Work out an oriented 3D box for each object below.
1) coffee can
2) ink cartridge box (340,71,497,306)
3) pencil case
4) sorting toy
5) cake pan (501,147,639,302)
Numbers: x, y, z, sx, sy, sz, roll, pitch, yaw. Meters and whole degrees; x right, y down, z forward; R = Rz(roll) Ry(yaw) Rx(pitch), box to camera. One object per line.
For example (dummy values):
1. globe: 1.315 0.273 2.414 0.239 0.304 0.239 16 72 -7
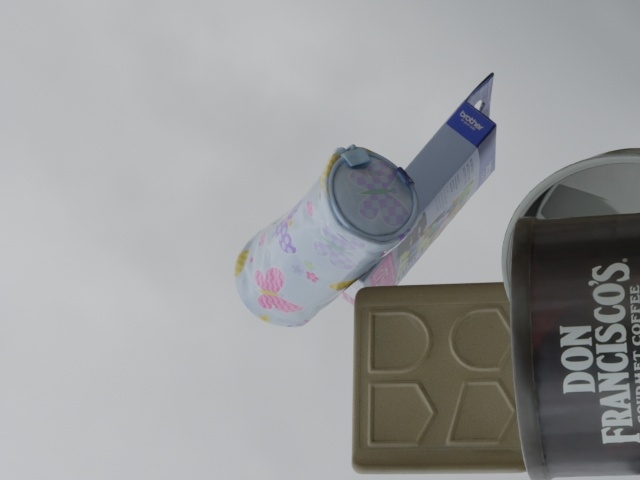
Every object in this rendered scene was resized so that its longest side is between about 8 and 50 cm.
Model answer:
1. coffee can: 0.289 0.074 1.282 0.275 0.202 0.201 -4 -163 12
2. ink cartridge box: 0.136 -0.055 2.163 0.065 0.311 0.186 36 170 13
3. pencil case: 0.000 0.000 1.931 0.113 0.273 0.124 -35 -96 -36
4. sorting toy: 0.189 0.158 1.980 0.307 0.229 0.041 -2 161 13
5. cake pan: 0.332 0.029 1.751 0.293 0.293 0.054 34 -142 -1
